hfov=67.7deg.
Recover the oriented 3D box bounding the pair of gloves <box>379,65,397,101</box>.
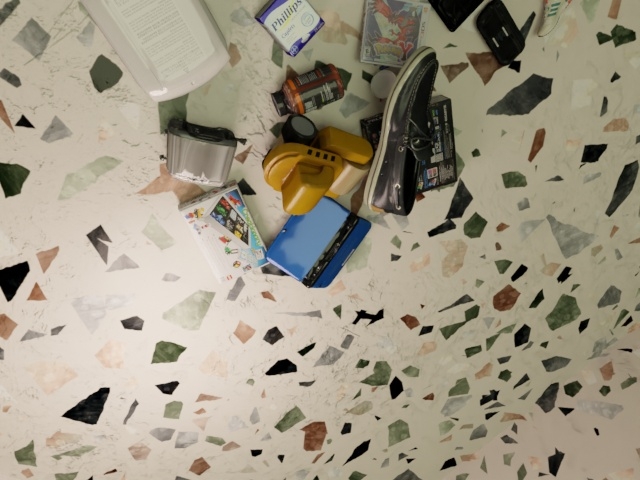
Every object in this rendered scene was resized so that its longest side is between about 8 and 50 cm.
[{"bbox_3d":[0.239,-0.521,1.449,0.159,0.023,0.198,-20,123,-8],"label":"pair of gloves"}]

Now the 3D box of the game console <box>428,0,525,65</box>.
[{"bbox_3d":[0.497,-0.675,1.440,0.213,0.044,0.361,-44,121,10],"label":"game console"}]

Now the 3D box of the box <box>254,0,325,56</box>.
[{"bbox_3d":[-0.082,-0.588,1.274,0.126,0.072,0.137,-45,121,8],"label":"box"}]

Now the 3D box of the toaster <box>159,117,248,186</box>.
[{"bbox_3d":[-0.332,-0.245,1.348,0.226,0.129,0.147,7,119,-24],"label":"toaster"}]

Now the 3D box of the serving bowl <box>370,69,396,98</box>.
[{"bbox_3d":[0.187,-0.471,1.432,0.083,0.027,0.083,-8,121,-14],"label":"serving bowl"}]

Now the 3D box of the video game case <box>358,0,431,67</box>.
[{"bbox_3d":[0.215,-0.599,1.378,0.201,0.023,0.184,0,107,-18],"label":"video game case"}]

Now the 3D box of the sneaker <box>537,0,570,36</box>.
[{"bbox_3d":[0.715,-0.722,1.487,0.075,0.057,0.161,28,108,-12],"label":"sneaker"}]

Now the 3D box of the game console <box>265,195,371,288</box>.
[{"bbox_3d":[0.000,0.000,1.623,0.293,0.173,0.250,-54,158,9],"label":"game console"}]

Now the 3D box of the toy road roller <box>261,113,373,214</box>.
[{"bbox_3d":[-0.007,-0.189,1.391,0.329,0.241,0.202,11,143,-27],"label":"toy road roller"}]

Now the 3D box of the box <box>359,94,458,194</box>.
[{"bbox_3d":[0.295,-0.290,1.564,0.293,0.073,0.296,-18,120,-6],"label":"box"}]

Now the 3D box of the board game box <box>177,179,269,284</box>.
[{"bbox_3d":[-0.297,-0.019,1.524,0.193,0.053,0.305,-24,123,-6],"label":"board game box"}]

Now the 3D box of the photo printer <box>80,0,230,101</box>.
[{"bbox_3d":[-0.391,-0.520,1.187,0.256,0.107,0.308,-31,123,0],"label":"photo printer"}]

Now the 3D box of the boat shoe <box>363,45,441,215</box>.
[{"bbox_3d":[0.262,-0.295,1.385,0.186,0.156,0.500,-25,136,-51],"label":"boat shoe"}]

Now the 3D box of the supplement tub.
[{"bbox_3d":[-0.039,-0.422,1.361,0.197,0.106,0.106,-23,122,-5],"label":"supplement tub"}]
